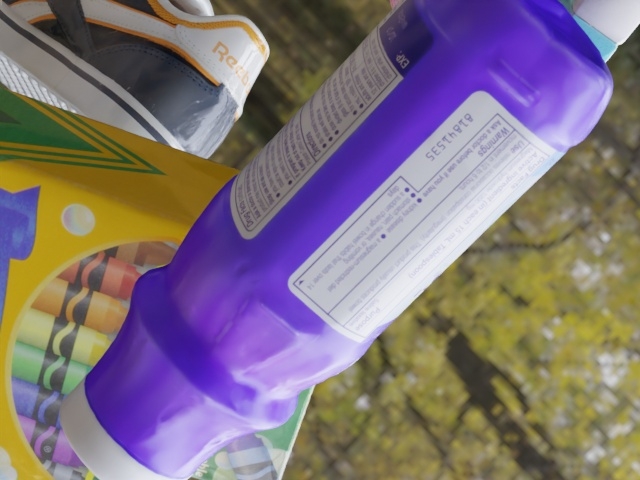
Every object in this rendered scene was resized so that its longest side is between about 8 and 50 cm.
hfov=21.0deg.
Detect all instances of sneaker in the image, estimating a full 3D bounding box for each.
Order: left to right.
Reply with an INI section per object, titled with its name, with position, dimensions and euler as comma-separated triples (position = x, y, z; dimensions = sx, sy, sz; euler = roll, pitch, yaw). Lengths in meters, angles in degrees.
[sneaker]
position = -0.152, -0.139, 1.160
dimensions = 0.127, 0.126, 0.321
euler = -47, -132, -9

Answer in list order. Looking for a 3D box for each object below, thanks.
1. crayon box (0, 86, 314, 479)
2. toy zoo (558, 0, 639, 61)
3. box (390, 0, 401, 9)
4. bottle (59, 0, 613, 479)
[crayon box]
position = -0.156, 0.034, 0.917
dimensions = 0.083, 0.323, 0.203
euler = -73, -178, -63
[toy zoo]
position = 0.126, -0.123, 0.868
dimensions = 0.293, 0.030, 0.192
euler = -53, -171, 21
[box]
position = 0.110, -0.273, 1.242
dimensions = 0.128, 0.257, 0.123
euler = -25, -157, -25
[bottle]
position = 0.000, 0.000, 0.751
dimensions = 0.283, 0.092, 0.118
euler = -46, -169, 16
